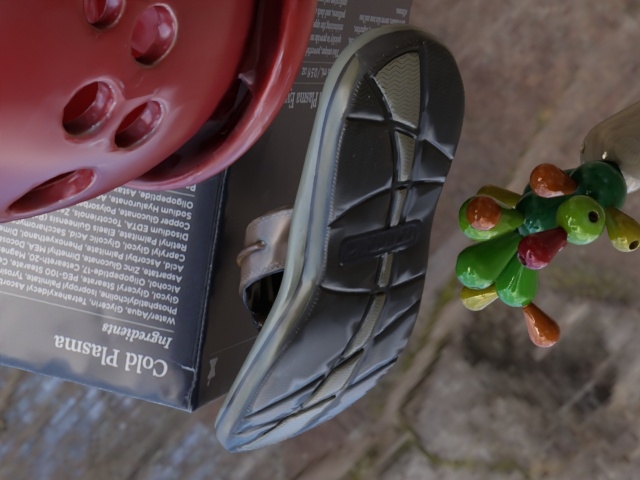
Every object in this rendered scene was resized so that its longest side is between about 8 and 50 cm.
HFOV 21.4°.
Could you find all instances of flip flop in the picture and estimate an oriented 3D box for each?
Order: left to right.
[{"bbox_3d":[0.000,0.000,0.939,0.112,0.277,0.080,-12,-141,-38],"label":"flip flop"}]

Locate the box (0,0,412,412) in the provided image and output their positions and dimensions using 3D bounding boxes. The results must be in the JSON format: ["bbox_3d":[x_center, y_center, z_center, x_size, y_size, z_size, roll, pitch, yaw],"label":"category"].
[{"bbox_3d":[-0.078,-0.084,1.103,0.179,0.312,0.343,11,-172,16],"label":"box"}]

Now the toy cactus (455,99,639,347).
[{"bbox_3d":[0.167,-0.022,1.078,0.112,0.180,0.219,50,174,7],"label":"toy cactus"}]

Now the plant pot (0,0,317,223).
[{"bbox_3d":[-0.106,-0.099,0.612,0.174,0.191,0.191,-3,-131,-44],"label":"plant pot"}]
